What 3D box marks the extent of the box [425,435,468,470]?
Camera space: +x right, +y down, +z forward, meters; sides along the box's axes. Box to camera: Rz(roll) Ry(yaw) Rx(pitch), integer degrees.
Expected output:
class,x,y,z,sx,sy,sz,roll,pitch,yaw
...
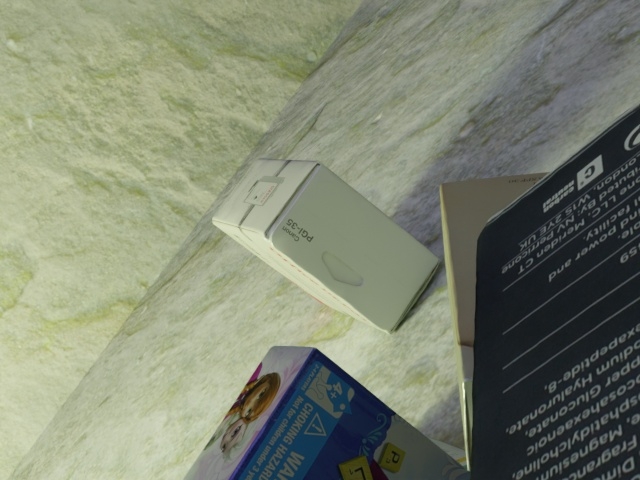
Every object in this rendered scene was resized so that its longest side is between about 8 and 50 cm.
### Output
class,x,y,z,sx,sy,sz,roll,pitch,yaw
box,0.051,0.214,0.993,0.100,0.060,0.244,-12,4,-21

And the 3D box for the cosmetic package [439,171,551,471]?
class,x,y,z,sx,sy,sz,roll,pitch,yaw
cosmetic package,0.181,0.059,0.865,0.160,0.113,0.309,-6,26,5

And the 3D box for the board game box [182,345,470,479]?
class,x,y,z,sx,sy,sz,roll,pitch,yaw
board game box,0.017,0.275,0.580,0.319,0.318,0.066,-57,18,-19

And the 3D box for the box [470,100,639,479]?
class,x,y,z,sx,sy,sz,roll,pitch,yaw
box,0.227,0.129,0.396,0.212,0.293,0.395,-41,18,29

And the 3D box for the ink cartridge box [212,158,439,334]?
class,x,y,z,sx,sy,sz,roll,pitch,yaw
ink cartridge box,0.000,0.000,1.413,0.117,0.207,0.283,-54,17,-7
